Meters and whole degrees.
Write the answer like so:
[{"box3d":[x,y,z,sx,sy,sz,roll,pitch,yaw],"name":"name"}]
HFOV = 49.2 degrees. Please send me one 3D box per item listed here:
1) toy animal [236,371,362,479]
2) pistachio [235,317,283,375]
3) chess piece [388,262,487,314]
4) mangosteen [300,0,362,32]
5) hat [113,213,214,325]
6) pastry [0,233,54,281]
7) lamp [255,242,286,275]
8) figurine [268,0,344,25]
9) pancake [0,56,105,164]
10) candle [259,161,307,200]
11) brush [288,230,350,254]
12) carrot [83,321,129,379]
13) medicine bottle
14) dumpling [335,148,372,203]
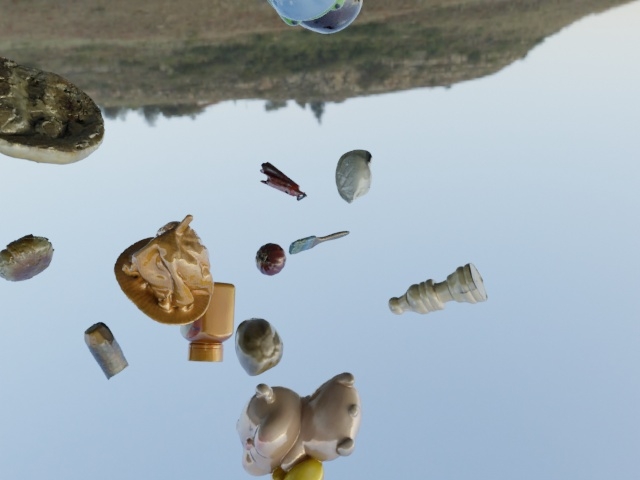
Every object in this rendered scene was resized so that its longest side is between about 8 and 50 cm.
[{"box3d":[-0.077,0.449,1.628,0.246,0.345,0.278,34,-138,-15],"name":"toy animal"},{"box3d":[-0.148,0.239,1.615,0.108,0.126,0.185,18,-165,-20],"name":"pistachio"},{"box3d":[0.369,0.180,2.264,0.307,0.124,0.138,-20,162,22],"name":"chess piece"},{"box3d":[0.021,-0.683,1.828,0.231,0.231,0.289,-22,167,-38],"name":"mangosteen"},{"box3d":[-0.312,0.015,1.530,0.233,0.233,0.244,26,-138,-6],"name":"hat"},{"box3d":[-0.768,0.046,1.818,0.153,0.081,0.153,-28,166,-8],"name":"pastry"},{"box3d":[-0.150,0.056,2.090,0.101,0.101,0.090,11,170,34],"name":"lamp"},{"box3d":[-0.044,-0.488,1.169,0.162,0.263,0.143,-22,-136,2],"name":"figurine"},{"box3d":[-0.703,-0.312,1.686,0.386,0.082,0.387,24,-147,-17],"name":"pancake"},{"box3d":[-0.141,-0.221,2.653,0.059,0.084,0.301,12,-166,-45],"name":"candle"},{"box3d":[0.000,0.000,2.036,0.196,0.070,0.021,-14,-117,-22],"name":"brush"},{"box3d":[-0.608,0.316,1.988,0.082,0.173,0.082,-20,-156,9],"name":"carrot"},{"box3d":[-0.322,0.230,1.981,0.112,0.222,0.149,8,170,-38],"name":"medicine bottle"},{"box3d":[0.106,-0.207,2.251,0.092,0.177,0.150,-3,-176,-41],"name":"dumpling"}]
